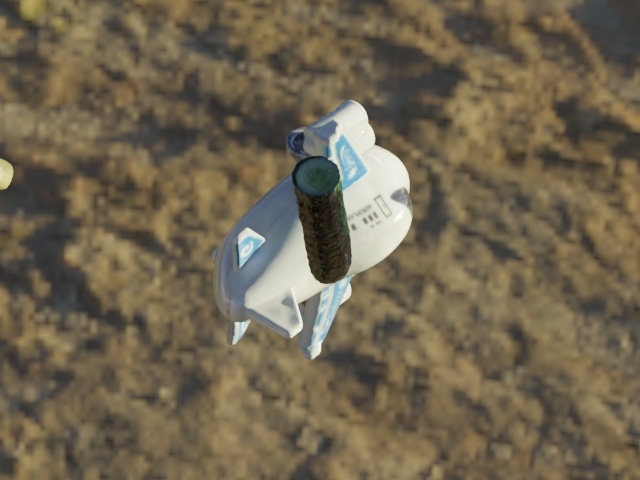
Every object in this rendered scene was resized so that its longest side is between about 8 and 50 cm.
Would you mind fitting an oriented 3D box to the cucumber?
[{"bbox_3d":[0.003,-0.006,1.271,0.032,0.133,0.032,-2,59,4],"label":"cucumber"}]

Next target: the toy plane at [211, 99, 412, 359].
[{"bbox_3d":[-0.004,-0.003,1.831,0.122,0.267,0.267,27,36,23],"label":"toy plane"}]

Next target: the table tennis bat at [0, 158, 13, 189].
[{"bbox_3d":[-0.329,-0.074,1.693,0.022,0.131,0.234,10,-2,21],"label":"table tennis bat"}]
